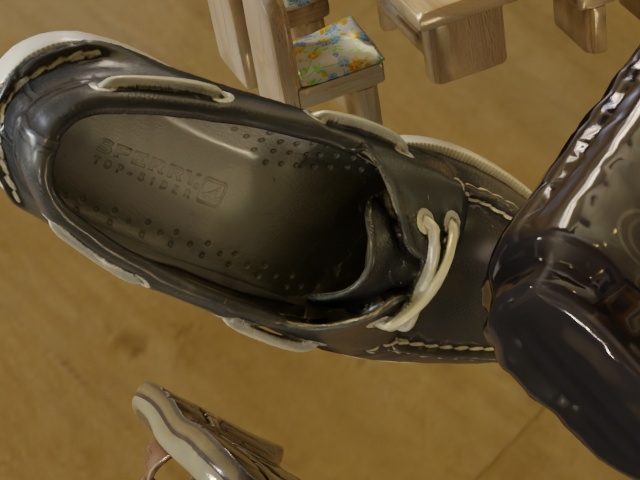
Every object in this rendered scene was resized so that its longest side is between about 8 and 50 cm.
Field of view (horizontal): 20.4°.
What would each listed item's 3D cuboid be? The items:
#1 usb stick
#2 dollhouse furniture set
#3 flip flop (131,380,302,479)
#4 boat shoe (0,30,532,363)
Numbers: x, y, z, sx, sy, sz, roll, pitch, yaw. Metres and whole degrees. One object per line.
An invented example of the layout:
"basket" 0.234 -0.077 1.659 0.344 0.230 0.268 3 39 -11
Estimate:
"usb stick" 0.124 -0.043 0.485 0.077 0.045 0.278 47 46 -7
"dollhouse furniture set" 0.033 -0.193 0.919 0.212 0.161 0.242 -20 38 -13
"flip flop" -0.071 0.158 1.149 0.112 0.277 0.080 29 89 -18
"boat shoe" 0.000 0.000 0.760 0.302 0.091 0.114 14 102 -25
